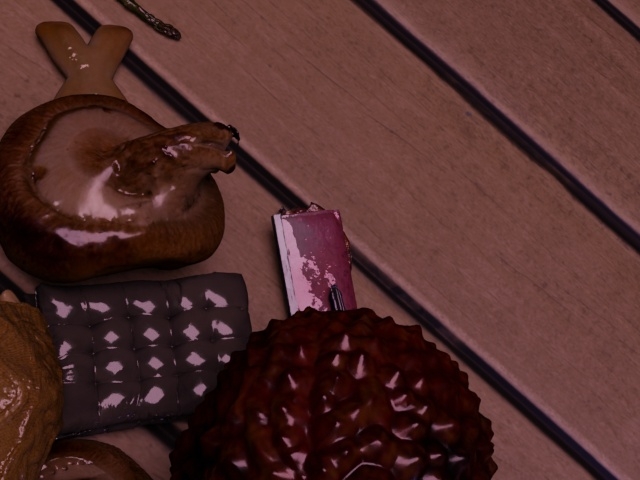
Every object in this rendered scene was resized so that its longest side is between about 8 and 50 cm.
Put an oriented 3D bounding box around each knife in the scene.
[{"bbox_3d":[0.031,0.130,1.450,0.031,0.018,0.121,-9,80,-26],"label":"knife"}]

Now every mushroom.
[{"bbox_3d":[-0.299,-0.093,1.316,0.346,0.259,0.345,16,45,-17],"label":"mushroom"},{"bbox_3d":[-0.314,0.383,1.168,0.253,0.153,0.253,8,63,-16],"label":"mushroom"}]

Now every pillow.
[{"bbox_3d":[-0.252,0.166,1.320,0.327,0.101,0.228,-2,67,-23],"label":"pillow"}]

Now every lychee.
[{"bbox_3d":[0.019,0.295,1.156,0.425,0.500,0.424,-3,73,11],"label":"lychee"}]

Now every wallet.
[{"bbox_3d":[-0.004,0.066,1.475,0.119,0.025,0.232,-7,81,-21],"label":"wallet"}]

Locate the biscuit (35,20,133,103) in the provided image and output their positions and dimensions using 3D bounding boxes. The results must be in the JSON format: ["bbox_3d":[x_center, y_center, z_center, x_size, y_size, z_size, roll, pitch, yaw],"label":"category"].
[{"bbox_3d":[-0.377,-0.264,1.489,0.164,0.047,0.207,-3,69,-21],"label":"biscuit"}]

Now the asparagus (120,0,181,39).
[{"bbox_3d":[-0.344,-0.425,1.586,0.248,0.025,0.024,38,18,-1],"label":"asparagus"}]

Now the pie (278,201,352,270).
[{"bbox_3d":[0.000,0.000,1.522,0.092,0.034,0.170,-38,88,-26],"label":"pie"}]

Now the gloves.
[{"bbox_3d":[-0.392,0.205,1.113,0.156,0.203,0.356,-8,51,-9],"label":"gloves"}]
